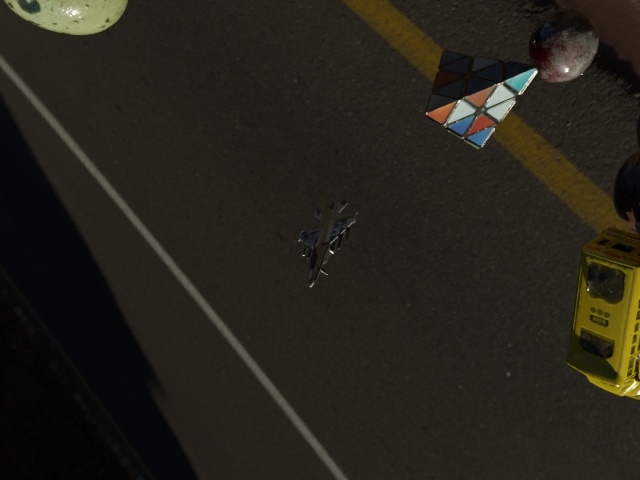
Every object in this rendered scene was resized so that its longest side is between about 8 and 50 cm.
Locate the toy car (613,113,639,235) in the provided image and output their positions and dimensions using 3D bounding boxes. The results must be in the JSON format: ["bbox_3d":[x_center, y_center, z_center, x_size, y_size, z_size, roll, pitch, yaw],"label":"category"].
[{"bbox_3d":[0.693,-0.148,1.132,0.271,0.341,0.240,48,180,-42],"label":"toy car"}]

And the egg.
[{"bbox_3d":[-0.469,-0.470,1.089,0.177,0.228,0.176,30,131,42],"label":"egg"}]

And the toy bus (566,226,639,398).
[{"bbox_3d":[0.553,0.155,1.104,0.144,0.152,0.329,23,126,47],"label":"toy bus"}]

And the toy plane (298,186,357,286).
[{"bbox_3d":[0.011,0.002,1.243,0.160,0.233,0.082,-18,146,36],"label":"toy plane"}]

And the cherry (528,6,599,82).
[{"bbox_3d":[0.657,-0.532,1.594,0.195,0.195,0.195,25,131,33],"label":"cherry"}]

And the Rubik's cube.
[{"bbox_3d":[0.383,-0.347,1.542,0.234,0.285,0.250,63,-179,-43],"label":"Rubik's cube"}]
